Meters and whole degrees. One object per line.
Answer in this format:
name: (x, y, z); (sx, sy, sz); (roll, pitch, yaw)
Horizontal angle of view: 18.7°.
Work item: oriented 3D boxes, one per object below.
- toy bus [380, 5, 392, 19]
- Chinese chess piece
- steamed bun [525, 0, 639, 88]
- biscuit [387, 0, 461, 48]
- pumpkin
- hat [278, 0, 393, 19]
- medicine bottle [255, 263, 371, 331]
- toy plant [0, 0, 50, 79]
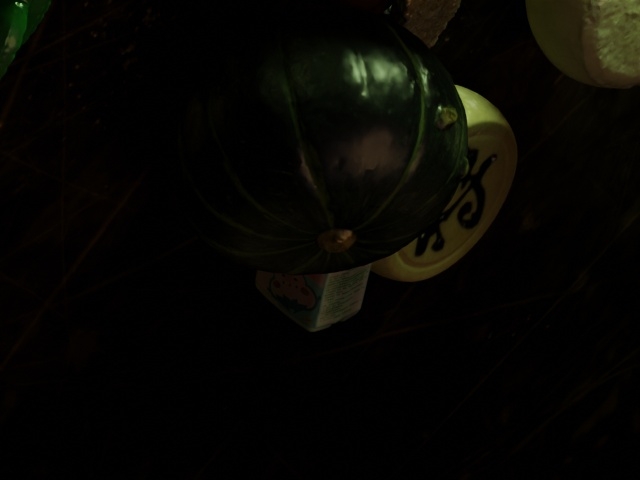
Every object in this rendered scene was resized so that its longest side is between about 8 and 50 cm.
toy bus: (0.078, -0.267, 2.206); (0.130, 0.052, 0.037); (-25, 152, -39)
Chinese chess piece: (0.129, -0.072, 2.413); (0.257, 0.104, 0.257); (-33, 144, -28)
steamed bun: (0.365, -0.330, 2.381); (0.283, 0.177, 0.283); (-25, 136, -27)
biscuit: (0.115, -0.247, 2.165); (0.133, 0.032, 0.250); (-40, 168, -20)
pumpkin: (-0.002, -0.098, 2.043); (0.323, 0.241, 0.323); (-12, 162, -4)
hat: (0.045, -0.287, 2.064); (0.205, 0.089, 0.205); (-43, 170, -9)
medicine bottle: (0.000, 0.000, 2.307); (0.094, 0.119, 0.188); (-21, 137, -39)
toy plant: (-0.294, -0.201, 1.731); (0.088, 0.154, 0.240); (17, 110, -29)
